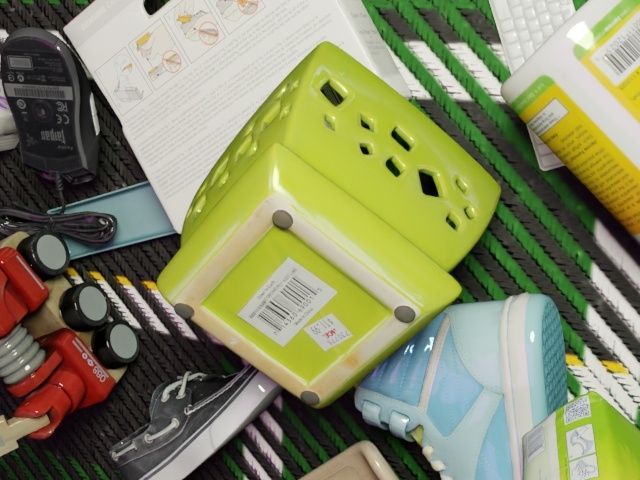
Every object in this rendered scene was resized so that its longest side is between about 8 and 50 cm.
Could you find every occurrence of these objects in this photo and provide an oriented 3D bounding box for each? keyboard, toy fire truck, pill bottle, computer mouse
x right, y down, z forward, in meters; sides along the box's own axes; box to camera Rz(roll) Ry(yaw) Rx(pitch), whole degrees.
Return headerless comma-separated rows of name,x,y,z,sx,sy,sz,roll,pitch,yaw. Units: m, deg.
keyboard,0.195,-0.192,0.818,0.072,0.014,0.256,-15,96,30
toy fire truck,-0.364,0.143,1.042,0.158,0.246,0.217,-21,113,30
pill bottle,0.275,-0.079,0.730,0.245,0.136,0.136,47,119,2
computer mouse,-0.332,-0.120,1.056,0.184,0.060,0.262,1,118,18

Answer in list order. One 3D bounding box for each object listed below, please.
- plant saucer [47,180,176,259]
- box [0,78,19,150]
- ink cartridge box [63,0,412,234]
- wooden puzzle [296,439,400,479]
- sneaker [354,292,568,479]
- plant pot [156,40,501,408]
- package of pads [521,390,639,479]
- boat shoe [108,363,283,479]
plant saucer,-0.246,-0.025,1.090,0.192,0.018,0.067,-13,97,29
box,-0.492,-0.239,1.134,0.324,0.067,0.063,45,118,11
ink cartridge box,-0.093,-0.184,0.939,0.296,0.066,0.261,-29,90,30
wooden puzzle,0.046,0.414,1.026,0.348,0.080,0.322,-40,83,34
sneaker,0.132,0.207,0.896,0.208,0.127,0.319,0,94,26
plant pot,0.000,0.000,0.818,0.227,0.207,0.228,38,126,-10
package of pads,0.282,0.296,0.720,0.296,0.229,0.101,40,122,-16
boat shoe,-0.149,0.202,1.056,0.102,0.108,0.301,51,127,5
